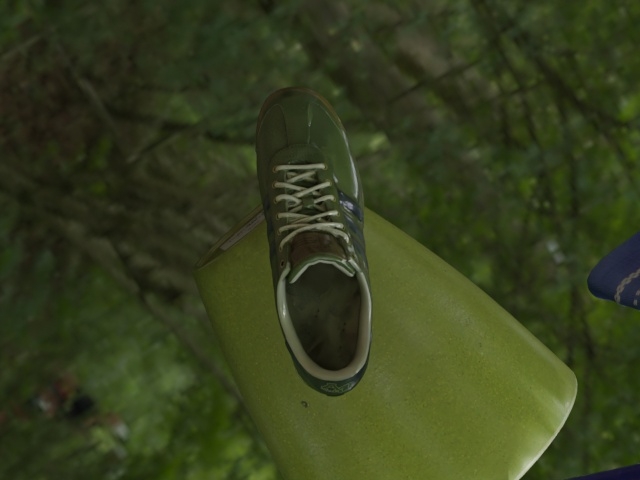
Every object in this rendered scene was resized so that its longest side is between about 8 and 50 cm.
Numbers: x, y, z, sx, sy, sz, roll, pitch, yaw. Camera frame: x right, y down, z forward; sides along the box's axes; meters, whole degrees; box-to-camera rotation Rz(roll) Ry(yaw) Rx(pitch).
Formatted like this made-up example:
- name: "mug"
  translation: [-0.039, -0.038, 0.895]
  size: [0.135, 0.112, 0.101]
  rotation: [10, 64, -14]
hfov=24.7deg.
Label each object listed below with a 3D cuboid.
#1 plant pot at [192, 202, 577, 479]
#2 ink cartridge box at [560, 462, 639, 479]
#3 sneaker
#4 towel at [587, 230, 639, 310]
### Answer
- name: "plant pot"
  translation: [0.029, 0.096, 1.301]
  size: [0.275, 0.293, 0.275]
  rotation: [-39, -172, 6]
- name: "ink cartridge box"
  translation: [0.173, 0.179, 0.823]
  size: [0.324, 0.330, 0.071]
  rotation: [-15, -123, 14]
- name: "sneaker"
  translation: [0.000, 0.000, 0.872]
  size: [0.064, 0.192, 0.086]
  rotation: [-8, -179, -3]
- name: "towel"
  translation: [0.336, -0.018, 0.891]
  size: [0.243, 0.040, 0.336]
  rotation: [-34, -164, -16]
